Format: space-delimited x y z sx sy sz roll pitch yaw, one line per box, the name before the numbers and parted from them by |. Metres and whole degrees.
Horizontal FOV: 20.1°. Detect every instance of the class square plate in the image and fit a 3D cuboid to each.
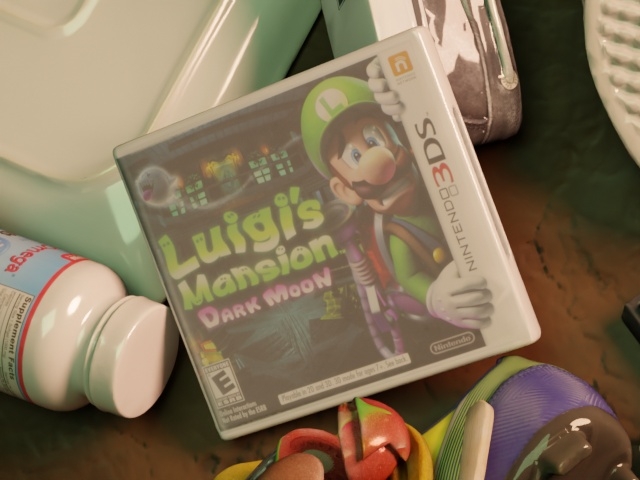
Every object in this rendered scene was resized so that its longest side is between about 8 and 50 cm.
square plate | -0.164 -0.174 1.122 0.347 0.049 0.344 23 80 24

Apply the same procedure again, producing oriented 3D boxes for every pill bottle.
pill bottle | -0.164 0.045 1.020 0.160 0.087 0.087 17 77 23

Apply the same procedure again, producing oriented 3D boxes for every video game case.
video game case | 0.000 0.000 0.960 0.190 0.022 0.173 -20 92 23

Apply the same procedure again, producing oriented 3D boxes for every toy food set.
toy food set | -0.016 0.129 0.892 0.218 0.071 0.128 -26 34 44

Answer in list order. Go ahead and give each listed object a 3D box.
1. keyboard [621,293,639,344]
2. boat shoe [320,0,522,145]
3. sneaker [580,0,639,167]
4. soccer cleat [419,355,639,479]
keyboard | 0.220 0.092 0.909 0.108 0.023 0.180 -35 63 4
boat shoe | 0.049 -0.195 1.012 0.102 0.108 0.301 -8 77 -16
sneaker | 0.189 -0.171 0.969 0.126 0.127 0.321 -18 91 18
soccer cleat | 0.041 0.182 0.916 0.289 0.093 0.121 -49 33 2
